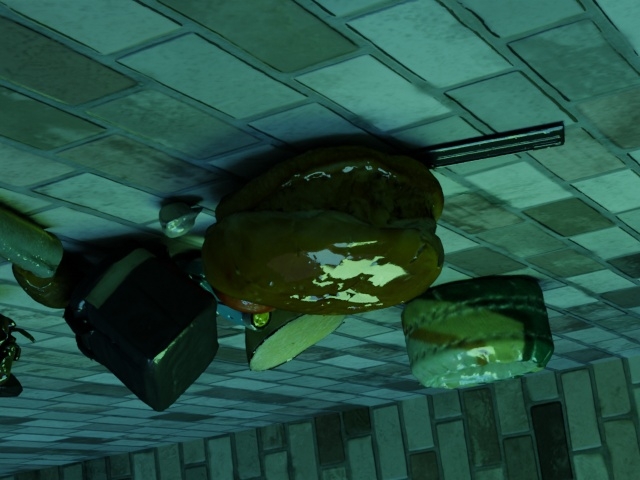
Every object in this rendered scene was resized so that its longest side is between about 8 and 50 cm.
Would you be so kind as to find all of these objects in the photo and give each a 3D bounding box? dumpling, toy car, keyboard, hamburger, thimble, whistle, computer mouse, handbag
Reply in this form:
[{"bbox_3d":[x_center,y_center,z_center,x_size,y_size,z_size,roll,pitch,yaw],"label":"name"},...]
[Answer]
[{"bbox_3d":[-0.177,-0.030,1.629,0.059,0.043,0.077,-28,164,-7],"label":"dumpling"},{"bbox_3d":[-0.142,0.060,1.939,0.126,0.098,0.161,9,149,43],"label":"toy car"},{"bbox_3d":[0.197,-0.111,1.556,0.202,0.011,0.067,-10,163,10],"label":"keyboard"},{"bbox_3d":[0.000,0.000,1.579,0.289,0.170,0.314,9,161,-31],"label":"hamburger"},{"bbox_3d":[0.289,0.177,2.394,0.254,0.167,0.288,6,159,-38],"label":"thimble"},{"bbox_3d":[-0.394,-0.020,1.512,0.068,0.057,0.326,33,175,18],"label":"whistle"},{"bbox_3d":[-0.665,0.268,2.496,0.172,0.057,0.099,14,159,-27],"label":"computer mouse"},{"bbox_3d":[-0.248,0.113,1.822,0.181,0.181,0.254,-47,166,-20],"label":"handbag"}]

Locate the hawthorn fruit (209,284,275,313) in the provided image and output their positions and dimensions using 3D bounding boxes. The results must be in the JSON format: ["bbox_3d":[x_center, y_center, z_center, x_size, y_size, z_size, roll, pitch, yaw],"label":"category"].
[{"bbox_3d":[-0.093,0.051,1.774,0.125,0.140,0.125,-12,-155,6],"label":"hawthorn fruit"}]

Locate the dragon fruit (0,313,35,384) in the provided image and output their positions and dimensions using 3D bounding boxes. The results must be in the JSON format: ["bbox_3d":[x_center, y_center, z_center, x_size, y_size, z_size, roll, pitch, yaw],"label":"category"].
[{"bbox_3d":[-0.553,0.168,1.918,0.188,0.182,0.182,23,173,17],"label":"dragon fruit"}]

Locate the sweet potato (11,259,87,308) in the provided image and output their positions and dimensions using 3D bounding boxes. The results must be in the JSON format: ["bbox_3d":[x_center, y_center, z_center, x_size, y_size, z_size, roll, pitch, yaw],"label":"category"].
[{"bbox_3d":[-0.371,0.068,1.828,0.077,0.077,0.244,-10,162,11],"label":"sweet potato"}]

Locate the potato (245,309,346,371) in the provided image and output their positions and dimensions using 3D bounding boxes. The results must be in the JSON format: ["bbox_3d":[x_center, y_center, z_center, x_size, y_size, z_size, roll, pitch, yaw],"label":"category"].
[{"bbox_3d":[-0.060,0.114,2.061,0.182,0.117,0.202,-25,161,-23],"label":"potato"}]
